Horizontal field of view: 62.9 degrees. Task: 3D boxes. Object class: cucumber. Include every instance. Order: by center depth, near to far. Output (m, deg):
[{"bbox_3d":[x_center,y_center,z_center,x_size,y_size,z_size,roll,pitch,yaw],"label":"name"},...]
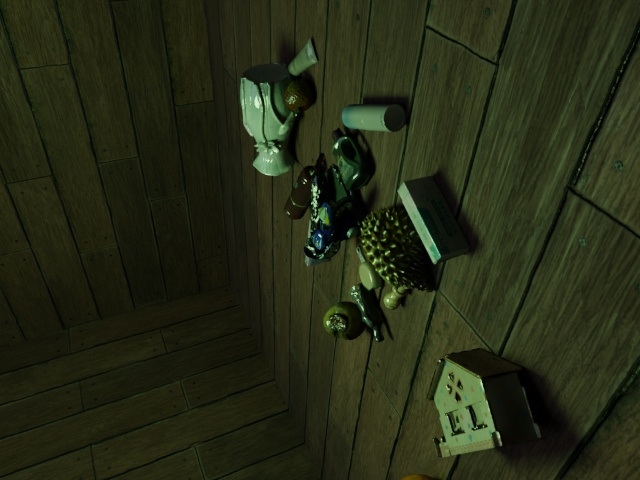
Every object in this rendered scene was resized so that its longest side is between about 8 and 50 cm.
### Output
[{"bbox_3d":[-0.001,-0.109,1.874,0.081,0.072,0.304,45,142,48],"label":"cucumber"}]

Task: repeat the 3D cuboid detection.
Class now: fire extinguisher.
[{"bbox_3d":[-0.055,-0.218,2.122,0.341,0.105,0.142,124,159,-55],"label":"fire extinguisher"}]

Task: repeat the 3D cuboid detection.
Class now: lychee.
[{"bbox_3d":[-0.081,-0.536,1.962,0.114,0.114,0.147,134,142,-66],"label":"lychee"}]

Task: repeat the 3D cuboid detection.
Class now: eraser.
[{"bbox_3d":[0.289,-0.055,1.348,0.052,0.095,0.225,117,135,-60],"label":"eraser"}]

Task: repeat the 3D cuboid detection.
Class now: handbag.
[{"bbox_3d":[0.068,-0.129,1.896,0.248,0.079,0.260,70,156,9],"label":"handbag"}]

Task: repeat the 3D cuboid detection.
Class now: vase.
[{"bbox_3d":[-0.202,-0.488,2.158,0.446,0.249,0.250,89,156,-43],"label":"vase"}]

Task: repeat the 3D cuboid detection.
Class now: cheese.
[{"bbox_3d":[0.164,0.103,1.845,0.171,0.047,0.092,60,152,35],"label":"cheese"}]

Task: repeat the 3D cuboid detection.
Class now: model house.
[{"bbox_3d":[0.395,0.399,1.318,0.326,0.169,0.245,120,139,-59],"label":"model house"}]

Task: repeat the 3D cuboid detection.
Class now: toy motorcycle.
[{"bbox_3d":[0.027,-0.026,1.772,0.113,0.168,0.316,47,147,26],"label":"toy motorcycle"}]

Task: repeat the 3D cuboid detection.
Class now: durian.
[{"bbox_3d":[0.219,0.028,1.525,0.306,0.172,0.166,59,179,20],"label":"durian"}]

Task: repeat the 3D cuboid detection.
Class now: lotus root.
[{"bbox_3d":[0.102,0.302,1.974,0.154,0.154,0.278,69,-166,18],"label":"lotus root"}]

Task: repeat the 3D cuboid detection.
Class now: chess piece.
[{"bbox_3d":[0.251,0.157,1.653,0.060,0.060,0.172,65,154,26],"label":"chess piece"}]

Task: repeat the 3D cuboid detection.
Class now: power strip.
[{"bbox_3d":[0.000,0.000,2.110,0.038,0.109,0.279,57,152,37],"label":"power strip"}]

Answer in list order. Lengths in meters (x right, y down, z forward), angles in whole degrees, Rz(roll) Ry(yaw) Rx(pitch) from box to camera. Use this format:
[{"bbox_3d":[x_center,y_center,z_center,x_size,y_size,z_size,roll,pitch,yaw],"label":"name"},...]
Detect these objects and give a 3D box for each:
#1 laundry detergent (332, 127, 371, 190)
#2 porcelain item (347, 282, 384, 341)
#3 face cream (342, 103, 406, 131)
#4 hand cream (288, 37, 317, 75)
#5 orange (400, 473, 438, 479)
[{"bbox_3d":[0.094,-0.286,1.733,0.144,0.078,0.222,127,128,-61],"label":"laundry detergent"},{"bbox_3d":[0.178,0.259,1.869,0.069,0.081,0.216,-44,62,46],"label":"porcelain item"},{"bbox_3d":[0.151,-0.360,1.527,0.250,0.077,0.077,29,130,61],"label":"face cream"},{"bbox_3d":[-0.066,-0.663,1.930,0.186,0.054,0.087,-14,94,63],"label":"hand cream"},{"bbox_3d":[0.332,0.921,1.717,0.284,0.225,0.284,172,90,-67],"label":"orange"}]
